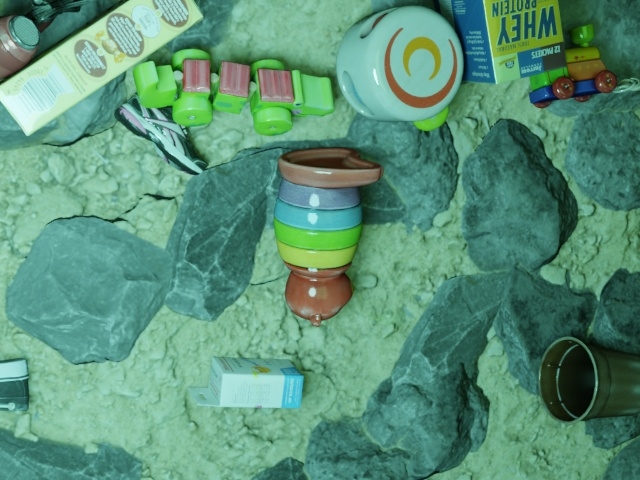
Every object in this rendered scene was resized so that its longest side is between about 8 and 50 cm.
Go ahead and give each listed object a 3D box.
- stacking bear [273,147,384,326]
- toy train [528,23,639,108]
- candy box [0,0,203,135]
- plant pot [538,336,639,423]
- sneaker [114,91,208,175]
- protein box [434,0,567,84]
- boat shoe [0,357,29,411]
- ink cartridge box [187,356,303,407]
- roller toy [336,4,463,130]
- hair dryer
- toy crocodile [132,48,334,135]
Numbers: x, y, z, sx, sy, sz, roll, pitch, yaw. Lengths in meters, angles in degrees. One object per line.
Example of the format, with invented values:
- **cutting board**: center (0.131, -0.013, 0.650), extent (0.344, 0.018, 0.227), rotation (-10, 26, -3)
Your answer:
- **stacking bear**: center (0.000, 0.000, 1.718), extent (0.164, 0.175, 0.288), rotation (-3, 108, -19)
- **toy train**: center (0.498, -0.334, 1.847), extent (0.248, 0.105, 0.143), rotation (-11, 90, -16)
- **candy box**: center (-0.345, -0.287, 1.533), extent (0.316, 0.183, 0.087), rotation (-35, 109, -9)
- **plant pot**: center (0.540, 0.275, 1.940), extent (0.165, 0.167, 0.166), rotation (7, 98, -26)
- **sneaker**: center (-0.246, -0.180, 1.648), extent (0.178, 0.072, 0.077), rotation (42, 75, -25)
- **protein box**: center (0.300, -0.383, 1.713), extent (0.136, 0.200, 0.201), rotation (-16, 105, -14)
- **boat shoe**: center (-0.619, 0.253, 1.584), extent (0.307, 0.113, 0.104), rotation (-3, 87, -26)
- **ink cartridge box**: center (-0.132, 0.246, 1.742), extent (0.181, 0.104, 0.061), rotation (4, 99, -19)
- **roller toy**: center (0.131, -0.300, 1.704), extent (0.191, 0.146, 0.209), rotation (8, 92, -28)
- **hair dryer**: center (-0.434, -0.300, 1.483), extent (0.294, 0.223, 0.080), rotation (-30, 101, -6)
- **toy crocodile**: center (-0.137, -0.247, 1.629), extent (0.341, 0.105, 0.115), rotation (4, 71, -19)
